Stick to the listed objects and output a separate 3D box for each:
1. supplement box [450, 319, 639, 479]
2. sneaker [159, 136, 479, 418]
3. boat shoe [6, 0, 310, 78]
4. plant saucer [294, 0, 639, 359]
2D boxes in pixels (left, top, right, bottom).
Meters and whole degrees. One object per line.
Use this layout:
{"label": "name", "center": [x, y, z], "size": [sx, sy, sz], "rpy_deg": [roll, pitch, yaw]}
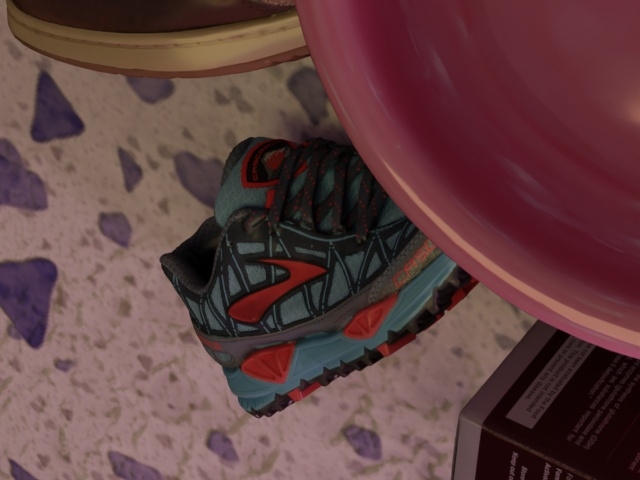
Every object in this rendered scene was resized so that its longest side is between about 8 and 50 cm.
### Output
{"label": "supplement box", "center": [0.193, 0.112, 0.888], "size": [0.239, 0.130, 0.073], "rpy_deg": [24, 135, 24]}
{"label": "sneaker", "center": [0.000, 0.000, 0.975], "size": [0.125, 0.104, 0.262], "rpy_deg": [51, 139, -4]}
{"label": "boat shoe", "center": [0.000, -0.147, 0.849], "size": [0.342, 0.123, 0.123], "rpy_deg": [2, 116, 34]}
{"label": "plant saucer", "center": [0.152, -0.122, 0.682], "size": [0.332, 0.084, 0.332], "rpy_deg": [4, 101, 22]}
